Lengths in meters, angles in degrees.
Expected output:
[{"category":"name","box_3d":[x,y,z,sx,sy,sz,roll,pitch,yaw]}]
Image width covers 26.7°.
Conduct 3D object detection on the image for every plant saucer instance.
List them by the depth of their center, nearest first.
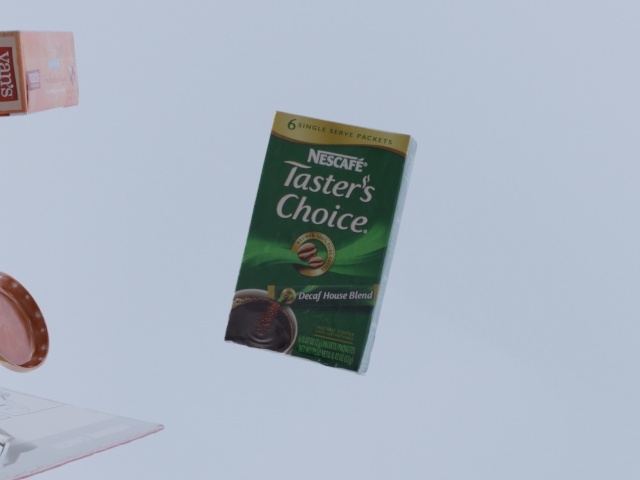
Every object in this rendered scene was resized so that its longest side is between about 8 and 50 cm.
[{"category":"plant saucer","box_3d":[-0.238,0.062,1.022,0.013,0.083,0.083,-27,-102,20]}]

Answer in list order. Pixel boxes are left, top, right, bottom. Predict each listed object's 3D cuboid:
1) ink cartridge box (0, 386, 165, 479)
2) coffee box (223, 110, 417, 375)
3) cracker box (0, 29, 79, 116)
[{"category":"ink cartridge box","box_3d":[-0.232,0.095,0.568,0.239,0.275,0.060,13,-85,18]},{"category":"coffee box","box_3d":[0.000,0.000,1.022,0.113,0.040,0.184,13,-94,14]},{"category":"cracker box","box_3d":[-0.319,-0.125,1.044,0.232,0.156,0.067,-3,-82,5]}]
